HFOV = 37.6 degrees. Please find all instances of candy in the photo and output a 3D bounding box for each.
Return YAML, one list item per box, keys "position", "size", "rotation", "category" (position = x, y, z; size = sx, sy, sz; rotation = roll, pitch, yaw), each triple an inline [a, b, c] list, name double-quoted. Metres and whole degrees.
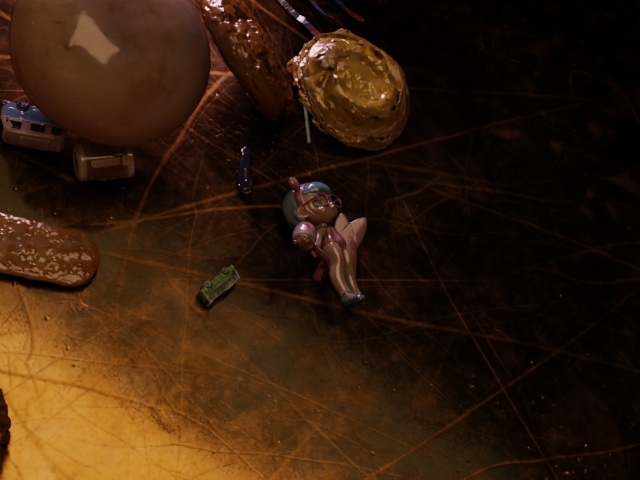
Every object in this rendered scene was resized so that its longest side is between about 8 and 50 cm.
- position: [-0.035, -0.289, 1.936]
  size: [0.060, 0.060, 0.201]
  rotation: [-1, 70, -19]
  category: "candy"

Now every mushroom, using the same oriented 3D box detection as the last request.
- position: [-0.382, -0.330, 1.695]
  size: [0.362, 0.294, 0.362]
  rotation: [15, 60, -28]
  category: "mushroom"

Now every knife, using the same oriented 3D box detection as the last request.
- position: [-0.144, -0.136, 1.821]
  size: [0.031, 0.018, 0.121]
  rotation: [6, 59, -8]
  category: "knife"

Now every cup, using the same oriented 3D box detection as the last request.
- position: [-0.389, -0.137, 1.698]
  size: [0.099, 0.074, 0.102]
  rotation: [-9, 37, -21]
  category: "cup"

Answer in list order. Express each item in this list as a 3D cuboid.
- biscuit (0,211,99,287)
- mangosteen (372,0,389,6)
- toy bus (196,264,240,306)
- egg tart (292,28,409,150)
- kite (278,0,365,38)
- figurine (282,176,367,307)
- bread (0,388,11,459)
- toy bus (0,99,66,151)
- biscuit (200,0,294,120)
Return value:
- position: [-0.502, 0.012, 1.607]
  size: [0.247, 0.029, 0.118]
  rotation: [13, 58, -12]
  category: "biscuit"
- position: [0.096, -0.648, 2.101]
  size: [0.228, 0.228, 0.265]
  rotation: [-42, 121, -33]
  category: "mangosteen"
- position: [-0.182, 0.079, 1.678]
  size: [0.037, 0.031, 0.083]
  rotation: [48, 58, 3]
  category: "toy bus"
- position: [0.079, -0.317, 1.931]
  size: [0.278, 0.095, 0.279]
  rotation: [14, 62, -28]
  category: "egg tart"
- position: [-0.067, -0.577, 2.101]
  size: [0.204, 0.022, 0.360]
  rotation: [-32, 72, -31]
  category: "kite"
- position: [-0.005, 0.006, 1.729]
  size: [0.205, 0.103, 0.260]
  rotation: [-2, 64, -49]
  category: "figurine"
- position: [-0.584, 0.263, 1.367]
  size: [0.274, 0.149, 0.274]
  rotation: [12, 59, -20]
  category: "bread"
- position: [-0.522, -0.205, 1.707]
  size: [0.122, 0.060, 0.075]
  rotation: [9, 62, -17]
  category: "toy bus"
- position: [-0.133, -0.368, 1.829]
  size: [0.075, 0.296, 0.296]
  rotation: [-30, 69, 13]
  category: "biscuit"
